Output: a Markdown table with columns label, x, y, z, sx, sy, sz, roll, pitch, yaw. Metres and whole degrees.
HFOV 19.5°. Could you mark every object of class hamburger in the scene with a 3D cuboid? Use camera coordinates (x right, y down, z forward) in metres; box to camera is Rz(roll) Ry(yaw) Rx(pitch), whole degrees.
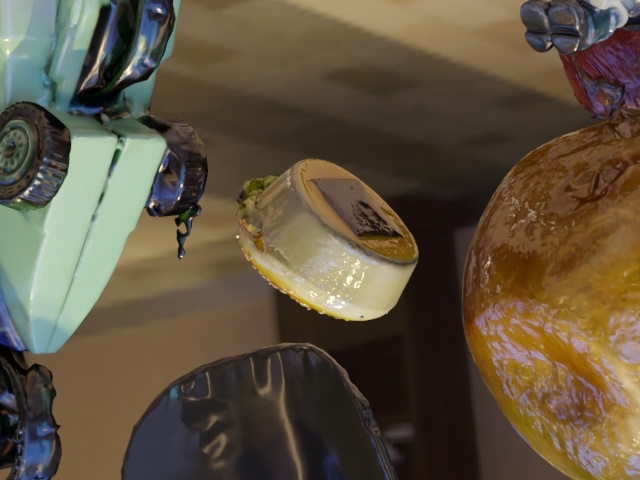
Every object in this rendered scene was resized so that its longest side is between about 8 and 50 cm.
| label | x | y | z | sx | sy | sz | roll | pitch | yaw |
| --- | --- | --- | --- | --- | --- | --- | --- | --- | --- |
| hamburger | 0.000 | 0.000 | 1.326 | 0.081 | 0.141 | 0.126 | -49 | 174 | 22 |

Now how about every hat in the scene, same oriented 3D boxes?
| label | x | y | z | sx | sy | sz | roll | pitch | yaw |
| --- | --- | --- | --- | --- | --- | --- | --- | --- | --- |
| hat | -0.004 | 0.298 | 1.648 | 0.366 | 0.381 | 0.257 | -15 | 155 | 23 |

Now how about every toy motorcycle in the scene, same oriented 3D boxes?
| label | x | y | z | sx | sy | sz | roll | pitch | yaw |
| --- | --- | --- | --- | --- | --- | --- | --- | --- | --- |
| toy motorcycle | -0.161 | -0.033 | 0.930 | 0.125 | 0.331 | 0.196 | -1 | -156 | -45 |

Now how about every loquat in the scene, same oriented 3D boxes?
| label | x | y | z | sx | sy | sz | roll | pitch | yaw |
| --- | --- | --- | --- | --- | --- | --- | --- | --- | --- |
| loquat | 0.248 | 0.046 | 1.379 | 0.276 | 0.284 | 0.276 | -20 | -163 | 6 |

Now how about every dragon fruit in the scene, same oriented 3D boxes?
| label | x | y | z | sx | sy | sz | roll | pitch | yaw |
| --- | --- | --- | --- | --- | --- | --- | --- | --- | --- |
| dragon fruit | 0.233 | -0.182 | 1.533 | 0.161 | 0.127 | 0.120 | -4 | -146 | 45 |

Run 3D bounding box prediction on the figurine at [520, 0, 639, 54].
| label | x | y | z | sx | sy | sz | roll | pitch | yaw |
| --- | --- | --- | --- | --- | --- | --- | --- | --- | --- |
| figurine | 0.205 | -0.172 | 1.292 | 0.086 | 0.087 | 0.149 | 4 | -148 | 43 |
